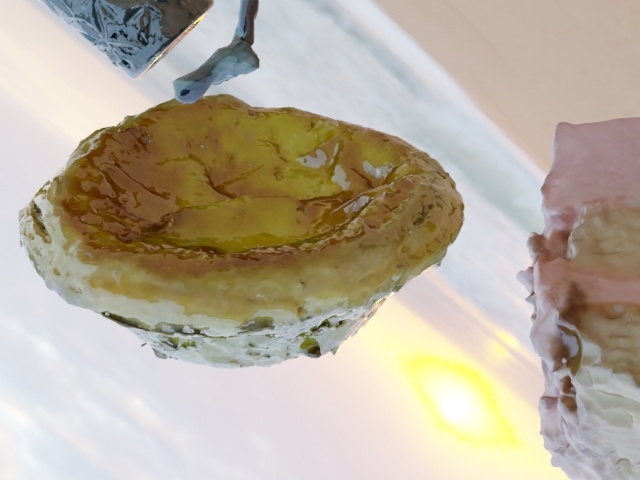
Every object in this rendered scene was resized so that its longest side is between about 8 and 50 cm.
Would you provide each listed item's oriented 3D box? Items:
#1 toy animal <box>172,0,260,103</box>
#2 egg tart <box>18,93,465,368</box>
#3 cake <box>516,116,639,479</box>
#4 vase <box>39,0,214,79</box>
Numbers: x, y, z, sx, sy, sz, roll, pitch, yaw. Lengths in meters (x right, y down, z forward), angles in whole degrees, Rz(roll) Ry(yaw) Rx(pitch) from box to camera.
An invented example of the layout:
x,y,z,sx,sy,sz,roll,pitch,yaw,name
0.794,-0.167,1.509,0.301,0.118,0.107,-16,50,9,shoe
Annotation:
x,y,z,sx,sy,sz,roll,pitch,yaw,name
-0.064,-0.186,0.485,0.070,0.079,0.253,-74,-33,-56,toy animal
-0.056,0.001,0.922,0.341,0.341,0.132,39,136,47,egg tart
0.342,0.070,1.117,0.293,0.306,0.314,0,148,21,cake
-0.227,-0.276,1.021,0.301,0.156,0.251,46,176,-10,vase
